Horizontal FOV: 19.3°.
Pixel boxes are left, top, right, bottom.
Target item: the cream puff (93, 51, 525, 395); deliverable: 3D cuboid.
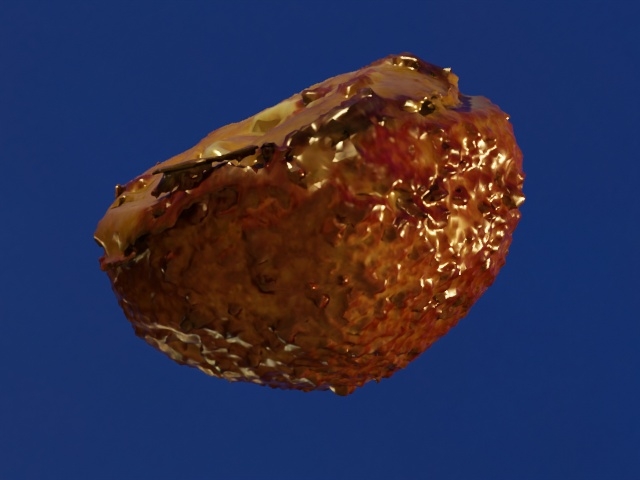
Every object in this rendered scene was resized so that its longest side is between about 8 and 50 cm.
[{"bbox_3d":[0.004,-0.002,1.453,0.350,0.350,0.228,-20,-79,37],"label":"cream puff"}]
